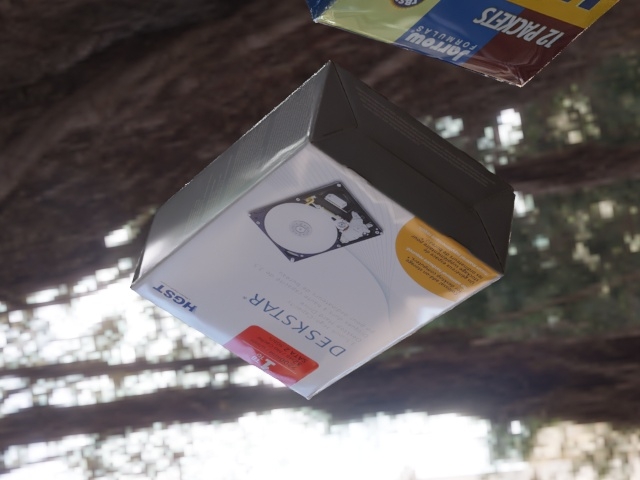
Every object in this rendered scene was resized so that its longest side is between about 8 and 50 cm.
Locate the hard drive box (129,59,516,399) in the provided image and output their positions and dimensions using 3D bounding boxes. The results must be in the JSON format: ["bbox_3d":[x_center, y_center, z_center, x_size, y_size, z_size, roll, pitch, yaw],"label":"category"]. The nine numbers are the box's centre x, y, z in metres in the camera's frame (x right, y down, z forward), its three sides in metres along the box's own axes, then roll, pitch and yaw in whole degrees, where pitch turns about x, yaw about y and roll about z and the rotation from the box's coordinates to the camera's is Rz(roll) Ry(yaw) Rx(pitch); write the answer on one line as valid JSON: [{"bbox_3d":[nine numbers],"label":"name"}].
[{"bbox_3d":[0.000,0.000,1.144,0.181,0.232,0.089,33,-134,-21],"label":"hard drive box"}]

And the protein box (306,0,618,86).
[{"bbox_3d":[0.074,-0.214,0.660,0.136,0.200,0.201,10,-131,-43],"label":"protein box"}]
